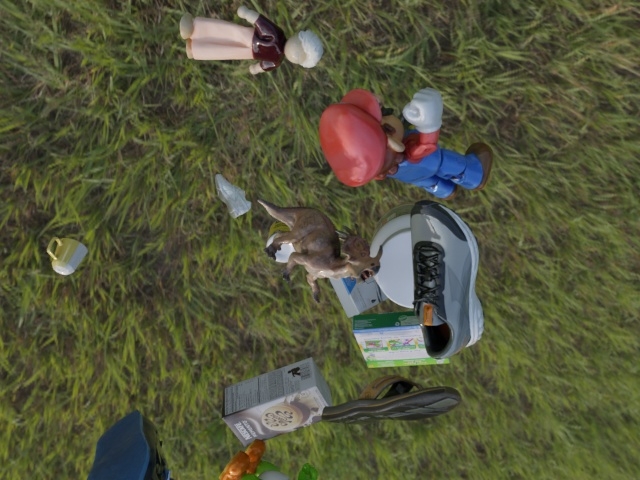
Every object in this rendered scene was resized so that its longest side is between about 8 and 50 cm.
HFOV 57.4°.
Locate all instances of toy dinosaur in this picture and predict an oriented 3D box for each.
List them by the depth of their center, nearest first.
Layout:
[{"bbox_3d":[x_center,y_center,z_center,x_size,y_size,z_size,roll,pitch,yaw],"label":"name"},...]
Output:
[{"bbox_3d":[0.000,0.000,1.252,0.200,0.295,0.127,-40,162,11],"label":"toy dinosaur"}]

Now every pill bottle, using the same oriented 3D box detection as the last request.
[{"bbox_3d":[0.224,0.029,1.412,0.210,0.363,0.210,1,100,8],"label":"pill bottle"},{"bbox_3d":[-0.115,-0.011,1.870,0.103,0.184,0.103,0,113,0],"label":"pill bottle"}]

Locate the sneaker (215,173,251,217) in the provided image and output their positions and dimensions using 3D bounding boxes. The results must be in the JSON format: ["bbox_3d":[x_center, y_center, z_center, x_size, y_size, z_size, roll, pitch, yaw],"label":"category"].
[{"bbox_3d":[-0.241,-0.126,1.599,0.061,0.152,0.053,-23,151,-22],"label":"sneaker"}]

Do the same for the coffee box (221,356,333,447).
[{"bbox_3d":[-0.128,0.488,1.759,0.297,0.119,0.168,-21,127,6],"label":"coffee box"}]

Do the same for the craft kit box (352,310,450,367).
[{"bbox_3d":[0.237,0.285,1.675,0.250,0.061,0.246,-6,140,12],"label":"craft kit box"}]

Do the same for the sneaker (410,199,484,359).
[{"bbox_3d":[0.191,0.067,0.925,0.108,0.100,0.271,-30,113,-38],"label":"sneaker"}]

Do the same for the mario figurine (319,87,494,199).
[{"bbox_3d":[0.136,-0.168,0.938,0.321,0.170,0.198,11,127,-39],"label":"mario figurine"}]

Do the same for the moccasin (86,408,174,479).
[{"bbox_3d":[-0.252,0.345,0.827,0.138,0.342,0.116,-34,103,-3],"label":"moccasin"}]

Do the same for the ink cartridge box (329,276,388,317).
[{"bbox_3d":[0.143,0.130,1.790,0.191,0.139,0.082,-25,177,-28],"label":"ink cartridge box"}]

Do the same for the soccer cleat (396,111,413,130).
[{"bbox_3d":[0.178,-0.230,1.499,0.093,0.289,0.121,36,143,8],"label":"soccer cleat"}]

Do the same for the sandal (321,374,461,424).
[{"bbox_3d":[0.096,0.230,0.853,0.219,0.060,0.090,-21,145,37],"label":"sandal"}]

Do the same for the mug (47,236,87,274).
[{"bbox_3d":[-0.548,0.035,1.249,0.078,0.064,0.062,29,143,-23],"label":"mug"}]

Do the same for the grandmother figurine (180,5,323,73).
[{"bbox_3d":[-0.163,-0.486,1.458,0.343,0.104,0.208,7,164,5],"label":"grandmother figurine"}]

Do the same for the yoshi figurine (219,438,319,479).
[{"bbox_3d":[-0.059,0.637,1.440,0.203,0.362,0.203,-43,162,-29],"label":"yoshi figurine"}]
